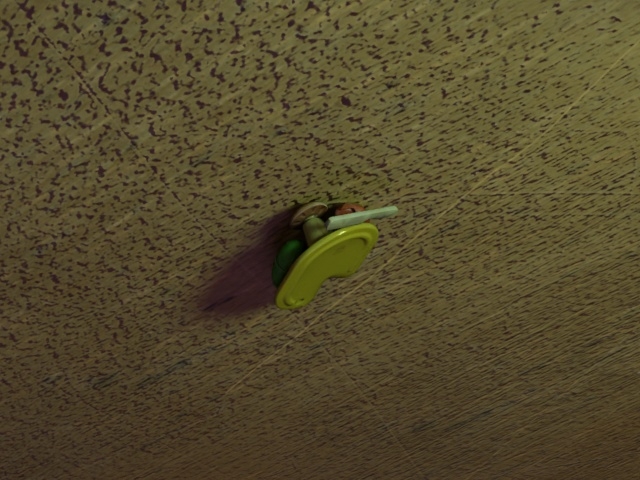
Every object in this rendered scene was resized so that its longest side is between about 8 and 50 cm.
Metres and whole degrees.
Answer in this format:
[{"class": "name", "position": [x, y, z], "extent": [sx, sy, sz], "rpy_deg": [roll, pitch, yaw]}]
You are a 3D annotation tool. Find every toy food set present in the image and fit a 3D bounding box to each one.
[{"class": "toy food set", "position": [0.000, 0.000, 1.266], "extent": [0.128, 0.071, 0.218], "rpy_deg": [-16, 154, -35]}]
